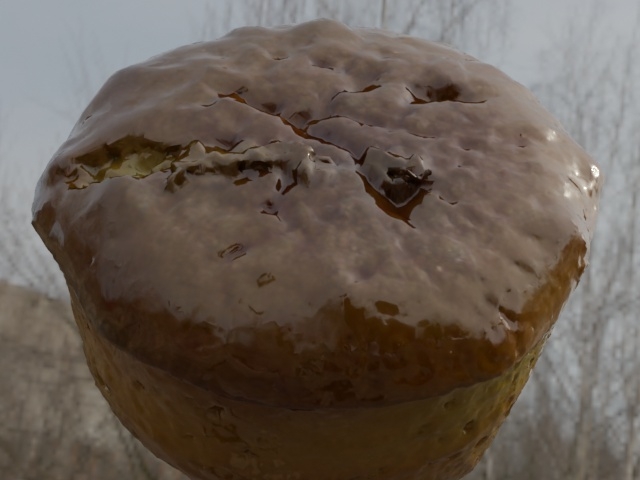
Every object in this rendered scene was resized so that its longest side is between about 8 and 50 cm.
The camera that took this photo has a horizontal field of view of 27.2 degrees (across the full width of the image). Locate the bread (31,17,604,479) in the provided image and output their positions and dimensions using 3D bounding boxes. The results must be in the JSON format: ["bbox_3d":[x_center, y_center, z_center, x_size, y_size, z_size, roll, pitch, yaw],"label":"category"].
[{"bbox_3d":[-0.003,0.003,0.720,0.312,0.312,0.172,5,-51,1],"label":"bread"}]
